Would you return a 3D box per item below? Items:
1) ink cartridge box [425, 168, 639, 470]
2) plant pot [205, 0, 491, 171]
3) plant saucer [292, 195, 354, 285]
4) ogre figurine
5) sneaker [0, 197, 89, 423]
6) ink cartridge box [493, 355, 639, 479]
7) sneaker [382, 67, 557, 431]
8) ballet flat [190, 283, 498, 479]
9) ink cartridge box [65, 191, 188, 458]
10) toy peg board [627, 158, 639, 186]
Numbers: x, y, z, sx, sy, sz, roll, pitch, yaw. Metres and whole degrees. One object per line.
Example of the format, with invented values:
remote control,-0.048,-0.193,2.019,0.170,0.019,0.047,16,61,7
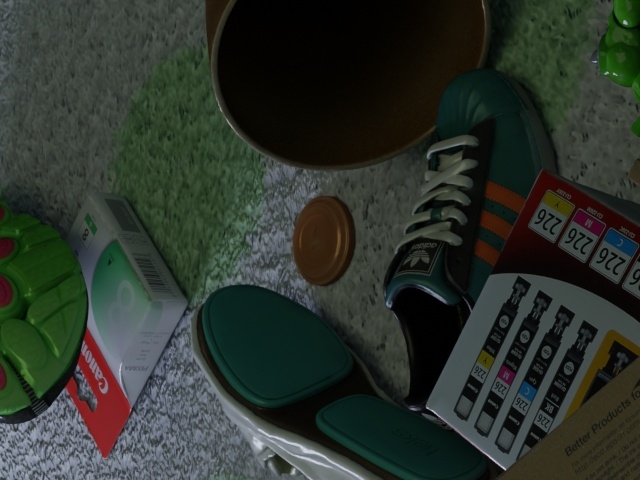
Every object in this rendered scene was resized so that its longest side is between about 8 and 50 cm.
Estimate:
ink cartridge box,0.231,0.140,1.300,0.309,0.130,0.272,36,105,48
plant pot,-0.003,-0.229,1.614,0.237,0.237,0.254,-59,31,27
plant saucer,0.000,0.000,1.721,0.083,0.013,0.083,-10,78,49
ogre figurine,0.271,-0.130,1.335,0.197,0.097,0.118,33,126,0
sneaker,-0.347,0.083,2.003,0.483,0.185,0.202,-136,27,-62
ink cartridge box,0.220,0.182,1.133,0.235,0.088,0.193,-46,49,29
sneaker,0.115,0.003,1.495,0.108,0.121,0.302,-14,74,49
ballet flat,0.006,0.173,1.618,0.400,0.139,0.139,34,111,47
ink cartridge box,-0.236,0.090,1.969,0.225,0.056,0.181,-59,45,26
toy peg board,0.318,-0.023,1.225,0.160,0.161,0.079,42,110,45
